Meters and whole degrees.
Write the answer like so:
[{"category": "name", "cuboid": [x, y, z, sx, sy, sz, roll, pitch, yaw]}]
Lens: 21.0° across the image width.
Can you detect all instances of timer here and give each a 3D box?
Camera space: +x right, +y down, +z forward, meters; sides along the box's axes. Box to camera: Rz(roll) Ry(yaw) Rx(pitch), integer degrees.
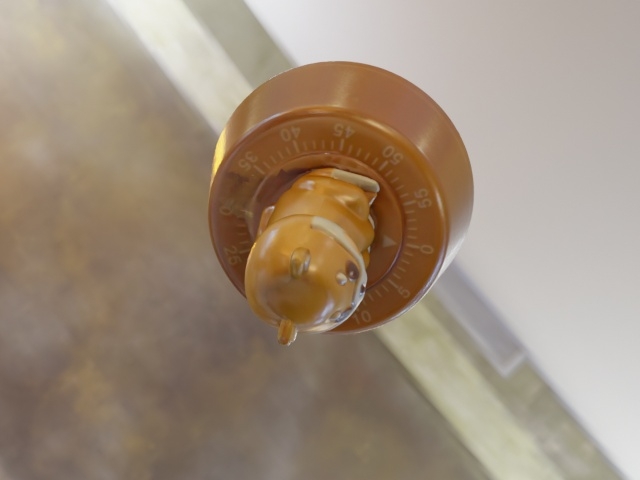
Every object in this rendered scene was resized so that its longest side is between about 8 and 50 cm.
[{"category": "timer", "cuboid": [0.000, 0.000, 0.795, 0.132, 0.152, 0.132, 3, -68, 8]}]
